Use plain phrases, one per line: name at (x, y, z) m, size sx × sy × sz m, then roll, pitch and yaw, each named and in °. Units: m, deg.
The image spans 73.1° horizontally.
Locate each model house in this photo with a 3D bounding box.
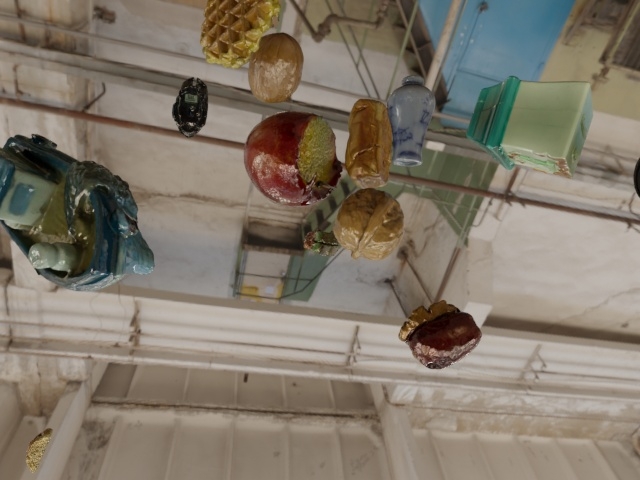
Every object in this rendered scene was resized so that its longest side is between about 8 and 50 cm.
model house at (0.280, -0.155, 0.595) m, size 0.149 × 0.100 × 0.127 m, roll 22°, pitch -174°, yaw 34°

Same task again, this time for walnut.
walnut at (0.157, -0.046, 1.399) m, size 0.224 × 0.257 × 0.257 m, roll 28°, pitch -151°, yaw 2°
walnut at (0.441, 0.342, 1.616) m, size 0.244 × 0.269 × 0.222 m, roll 55°, pitch -172°, yaw 5°
walnut at (-0.133, -0.508, 1.281) m, size 0.167 × 0.207 × 0.167 m, roll 11°, pitch -142°, yaw -9°

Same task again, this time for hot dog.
hot dog at (-0.583, 0.429, 0.886) m, size 0.034 × 0.090 × 0.030 m, roll 24°, pitch 177°, yaw -24°

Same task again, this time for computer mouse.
computer mouse at (-0.513, -0.530, 1.732) m, size 0.147 × 0.241 × 0.077 m, roll 10°, pitch -172°, yaw 0°

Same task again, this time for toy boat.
toy boat at (-0.239, -0.028, 0.372) m, size 0.238 × 0.109 × 0.098 m, roll 29°, pitch -177°, yaw 26°

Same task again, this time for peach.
peach at (-0.106, -0.283, 1.543) m, size 0.310 × 0.335 × 0.406 m, roll -6°, pitch -169°, yaw 22°

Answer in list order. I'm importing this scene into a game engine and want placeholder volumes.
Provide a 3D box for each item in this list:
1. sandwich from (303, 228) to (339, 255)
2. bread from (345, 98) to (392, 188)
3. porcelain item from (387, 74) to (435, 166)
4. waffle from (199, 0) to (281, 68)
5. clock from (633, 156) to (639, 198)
sandwich at (-0.003, -0.001, 1.761) m, size 0.160 × 0.109 × 0.185 m, roll 17°, pitch -177°, yaw 29°
bread at (0.170, -0.339, 1.512) m, size 0.132 × 0.294 × 0.167 m, roll -6°, pitch 166°, yaw 34°
porcelain item at (0.266, -0.355, 1.284) m, size 0.141 × 0.259 × 0.141 m, roll 4°, pitch 175°, yaw 0°
waffle at (-0.189, -0.545, 1.002) m, size 0.282 × 0.300 × 0.058 m, roll 13°, pitch -177°, yaw 42°
clock at (0.714, -0.128, 0.827) m, size 0.040 × 0.184 × 0.184 m, roll 12°, pitch -156°, yaw -41°
